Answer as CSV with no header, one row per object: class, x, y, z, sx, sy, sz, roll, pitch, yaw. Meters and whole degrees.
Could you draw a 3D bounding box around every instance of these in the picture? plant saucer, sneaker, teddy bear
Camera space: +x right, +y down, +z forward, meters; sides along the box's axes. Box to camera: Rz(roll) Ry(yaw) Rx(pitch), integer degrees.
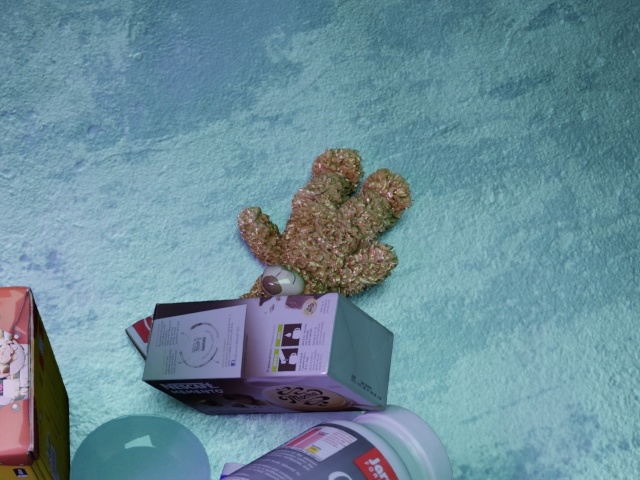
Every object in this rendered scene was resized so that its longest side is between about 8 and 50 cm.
plant saucer,-0.250,0.333,1.855,0.194,0.037,0.195,3,51,-4
sneaker,-0.227,0.157,1.940,0.067,0.042,0.118,-35,73,-14
teddy bear,0.000,0.000,1.989,0.338,0.113,0.245,-39,75,-18

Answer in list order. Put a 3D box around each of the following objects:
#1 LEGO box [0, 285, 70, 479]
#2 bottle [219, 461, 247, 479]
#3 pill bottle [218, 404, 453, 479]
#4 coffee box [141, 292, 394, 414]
LEGO box,-0.514,0.231,1.639,0.372,0.500,0.193,-2,69,-7
bottle,-0.140,0.445,1.807,0.118,0.092,0.283,17,68,-3
pill bottle,-0.004,0.359,1.735,0.363,0.210,0.210,-24,70,-42
coffee box,-0.072,0.158,1.816,0.297,0.168,0.119,-5,65,29
